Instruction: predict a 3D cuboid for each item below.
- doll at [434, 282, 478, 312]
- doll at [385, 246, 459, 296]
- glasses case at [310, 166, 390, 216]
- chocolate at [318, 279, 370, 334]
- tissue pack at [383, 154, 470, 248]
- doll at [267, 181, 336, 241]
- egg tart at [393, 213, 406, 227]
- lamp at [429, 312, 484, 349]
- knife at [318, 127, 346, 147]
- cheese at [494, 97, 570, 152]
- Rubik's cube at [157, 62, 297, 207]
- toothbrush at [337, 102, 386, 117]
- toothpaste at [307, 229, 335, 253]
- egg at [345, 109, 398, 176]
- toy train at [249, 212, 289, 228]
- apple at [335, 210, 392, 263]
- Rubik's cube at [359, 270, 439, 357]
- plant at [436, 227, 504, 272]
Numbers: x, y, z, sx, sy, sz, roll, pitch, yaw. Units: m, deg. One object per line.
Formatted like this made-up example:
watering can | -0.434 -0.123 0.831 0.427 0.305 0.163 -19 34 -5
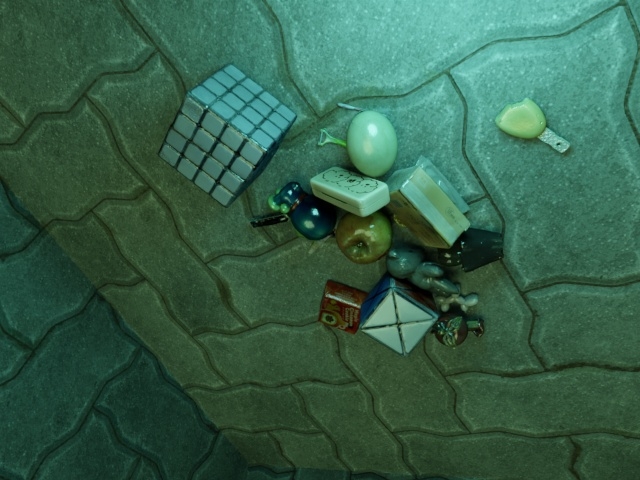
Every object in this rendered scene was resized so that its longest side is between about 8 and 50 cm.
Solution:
doll | 0.603 0.269 2.020 0.161 0.059 0.160 29 130 -2
doll | 0.438 0.124 1.934 0.341 0.158 0.246 22 165 2
glasses case | 0.106 -0.193 1.713 0.336 0.144 0.076 29 144 49
chocolate | 0.111 0.340 2.244 0.235 0.108 0.237 19 129 6
tissue pack | 0.410 -0.150 1.708 0.305 0.238 0.239 45 129 -13
doll | -0.061 -0.123 1.901 0.322 0.198 0.186 39 132 -5
egg tart | 0.352 -0.103 1.852 0.105 0.039 0.105 11 129 14
lamp | 0.613 0.392 2.034 0.215 0.223 0.151 -6 104 37
knife | 0.071 -0.386 1.760 0.166 0.022 0.078 20 137 9
cheese | 0.718 -0.374 1.492 0.256 0.050 0.127 30 129 -4
Rubik's cube | -0.347 -0.396 1.712 0.344 0.344 0.337 37 131 -9
toothbrush | 0.151 -0.481 1.661 0.193 0.019 0.013 19 131 10
toothpaste | 0.000 0.000 2.081 0.048 0.031 0.190 39 127 -5
egg | 0.187 -0.349 1.634 0.187 0.186 0.253 -5 120 25
toy train | -0.233 -0.096 2.089 0.208 0.047 0.043 -9 122 27
apple | 0.184 -0.023 1.881 0.261 0.194 0.260 13 130 16
Rubik's cube | 0.343 0.316 1.994 0.255 0.259 0.260 34 110 -3
plant | 0.595 0.032 1.794 0.256 0.141 0.164 -7 123 13
